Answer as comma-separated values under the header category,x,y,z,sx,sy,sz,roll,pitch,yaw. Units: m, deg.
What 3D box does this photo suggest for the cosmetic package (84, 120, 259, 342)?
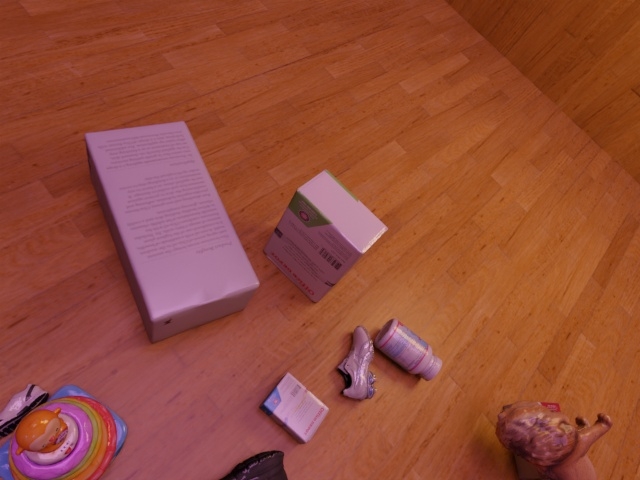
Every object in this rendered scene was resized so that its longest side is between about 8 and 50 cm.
category,x,y,z,sx,sy,sz,roll,pitch,yaw
cosmetic package,-0.342,-0.034,0.981,0.229,0.161,0.454,-17,69,-30

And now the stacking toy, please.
category,x,y,z,sx,sy,sz,roll,pitch,yaw
stacking toy,-0.408,0.306,0.671,0.165,0.302,0.175,37,54,1

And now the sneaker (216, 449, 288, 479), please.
category,x,y,z,sx,sy,sz,roll,pitch,yaw
sneaker,-0.177,0.496,0.786,0.286,0.109,0.130,-14,74,-27

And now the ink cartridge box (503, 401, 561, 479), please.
category,x,y,z,sx,sy,sz,roll,pitch,yaw
ink cartridge box,0.558,0.508,1.105,0.127,0.072,0.175,9,59,-18

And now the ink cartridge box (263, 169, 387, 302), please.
category,x,y,z,sx,sy,sz,roll,pitch,yaw
ink cartridge box,0.000,0.000,1.041,0.198,0.273,0.114,44,52,6

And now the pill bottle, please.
category,x,y,z,sx,sy,sz,roll,pitch,yaw
pill bottle,0.220,0.276,1.088,0.160,0.087,0.087,38,54,1

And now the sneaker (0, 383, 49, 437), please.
category,x,y,z,sx,sy,sz,roll,pitch,yaw
sneaker,-0.549,0.306,0.779,0.043,0.040,0.109,32,49,17

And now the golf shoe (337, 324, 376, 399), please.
category,x,y,z,sx,sy,sz,roll,pitch,yaw
golf shoe,0.082,0.287,1.038,0.085,0.069,0.176,5,59,-13

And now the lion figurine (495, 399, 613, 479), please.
category,x,y,z,sx,sy,sz,roll,pitch,yaw
lion figurine,0.563,0.536,0.966,0.240,0.142,0.393,-17,74,-20

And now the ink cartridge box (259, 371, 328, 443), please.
category,x,y,z,sx,sy,sz,roll,pitch,yaw
ink cartridge box,-0.056,0.363,0.941,0.122,0.052,0.088,40,55,4
